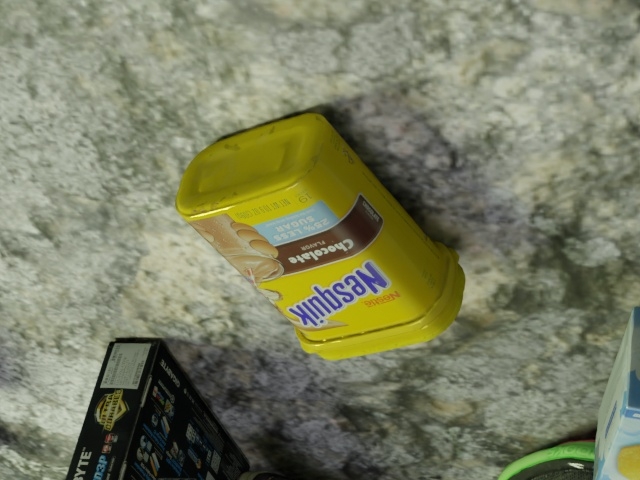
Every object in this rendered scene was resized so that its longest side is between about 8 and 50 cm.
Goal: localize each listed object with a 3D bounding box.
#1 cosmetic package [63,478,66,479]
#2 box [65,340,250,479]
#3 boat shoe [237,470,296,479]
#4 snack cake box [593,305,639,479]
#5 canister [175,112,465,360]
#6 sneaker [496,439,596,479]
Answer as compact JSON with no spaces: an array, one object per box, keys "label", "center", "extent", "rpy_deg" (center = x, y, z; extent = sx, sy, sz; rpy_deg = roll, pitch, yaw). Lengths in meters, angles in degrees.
[{"label":"cosmetic package","center":[-0.211,0.294,1.377],"extent":[0.107,0.127,0.238],"rpy_deg":[36,141,-25]},{"label":"box","center":[-0.135,0.214,1.198],"extent":[0.051,0.175,0.220],"rpy_deg":[-2,143,21]},{"label":"boat shoe","center":[0.023,0.282,1.316],"extent":[0.092,0.103,0.285],"rpy_deg":[-16,140,27]},{"label":"snack cake box","center":[0.339,0.140,1.020],"extent":[0.264,0.089,0.152],"rpy_deg":[8,144,6]},{"label":"canister","center":[0.000,0.000,0.946],"extent":[0.126,0.073,0.170],"rpy_deg":[-15,135,33]},{"label":"sneaker","center":[0.189,0.368,1.232],"extent":[0.185,0.202,0.483],"rpy_deg":[16,124,-4]}]
